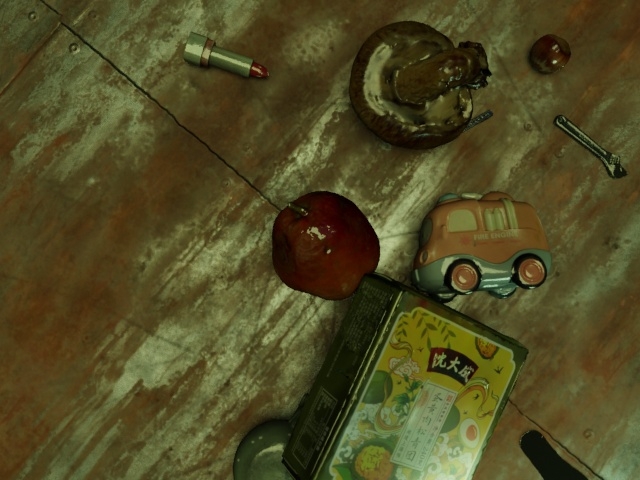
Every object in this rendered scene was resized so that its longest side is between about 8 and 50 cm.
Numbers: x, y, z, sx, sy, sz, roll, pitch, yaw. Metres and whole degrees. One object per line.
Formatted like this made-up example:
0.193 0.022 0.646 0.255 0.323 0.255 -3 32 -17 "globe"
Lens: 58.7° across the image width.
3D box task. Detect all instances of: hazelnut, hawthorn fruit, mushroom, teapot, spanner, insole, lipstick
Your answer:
0.511 -0.415 1.266 0.086 0.086 0.086 0 89 -2 "hazelnut"
0.000 0.000 1.148 0.224 0.261 0.224 -8 59 12 "hawthorn fruit"
0.210 -0.323 1.192 0.283 0.195 0.263 -9 97 14 "mushroom"
-0.087 0.476 1.203 0.193 0.129 0.294 24 90 -1 "teapot"
0.615 -0.213 1.293 0.208 0.012 0.046 39 89 0 "spanner"
0.533 0.522 1.279 0.080 0.003 0.232 -43 90 -2 "insole"
-0.202 -0.395 1.255 0.186 0.057 0.063 18 88 -7 "lipstick"

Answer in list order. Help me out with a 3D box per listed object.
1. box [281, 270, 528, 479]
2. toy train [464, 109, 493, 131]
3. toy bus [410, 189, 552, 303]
0.176 0.325 1.139 0.373 0.138 0.420 27 88 -26 "box"
0.350 -0.269 1.284 0.083 0.017 0.017 -30 87 -2 "toy train"
0.332 0.009 1.197 0.287 0.194 0.232 -3 81 -1 "toy bus"
